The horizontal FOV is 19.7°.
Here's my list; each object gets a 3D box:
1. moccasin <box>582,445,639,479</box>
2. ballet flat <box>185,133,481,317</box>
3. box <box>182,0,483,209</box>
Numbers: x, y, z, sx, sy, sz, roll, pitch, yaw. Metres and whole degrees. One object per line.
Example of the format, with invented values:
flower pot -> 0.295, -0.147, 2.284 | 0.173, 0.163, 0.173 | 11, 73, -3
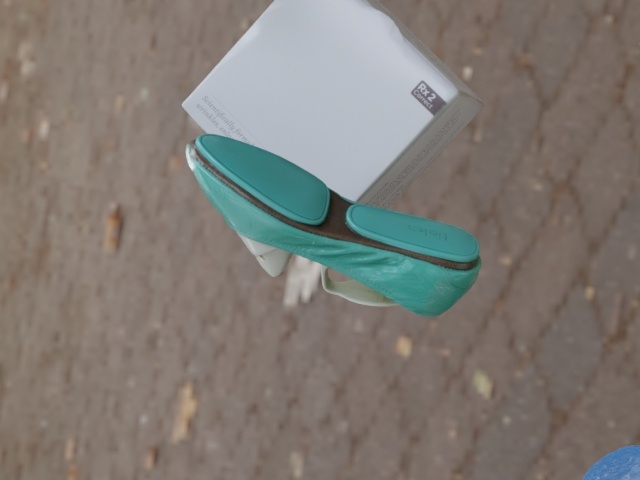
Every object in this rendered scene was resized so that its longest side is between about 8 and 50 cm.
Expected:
moccasin -> 0.335, 0.332, 1.733 | 0.138, 0.117, 0.342 | -34, 32, 11
ballet flat -> 0.000, 0.000, 1.433 | 0.083, 0.247, 0.087 | -75, 7, -60
box -> 0.013, -0.119, 1.617 | 0.182, 0.181, 0.119 | -47, -14, 10
